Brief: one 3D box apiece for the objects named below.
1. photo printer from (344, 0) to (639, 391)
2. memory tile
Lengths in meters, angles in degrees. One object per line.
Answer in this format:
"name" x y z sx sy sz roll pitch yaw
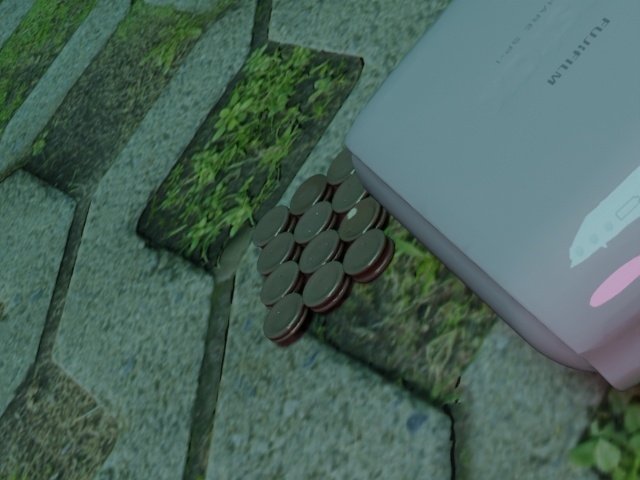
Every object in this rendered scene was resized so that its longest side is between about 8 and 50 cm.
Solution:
"photo printer" 0.161 -0.070 0.844 0.256 0.107 0.307 -48 28 4
"memory tile" 0.000 0.000 1.094 0.113 0.012 0.148 -40 29 19
